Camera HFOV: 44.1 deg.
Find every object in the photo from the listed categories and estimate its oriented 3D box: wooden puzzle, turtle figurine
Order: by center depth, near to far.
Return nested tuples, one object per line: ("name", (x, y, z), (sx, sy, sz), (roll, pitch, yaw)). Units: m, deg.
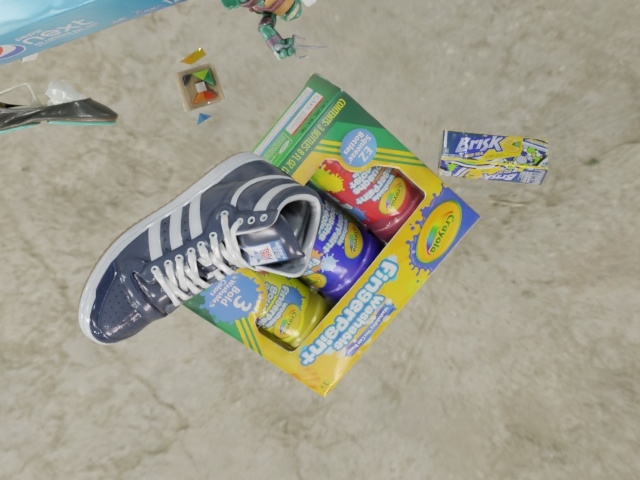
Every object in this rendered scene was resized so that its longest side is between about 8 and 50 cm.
("turtle figurine", (-0.057, -0.349, 1.124), (0.118, 0.234, 0.175), (17, 94, 23))
("wooden puzzle", (-0.206, -0.263, 1.345), (0.078, 0.014, 0.116), (-28, 105, -16))

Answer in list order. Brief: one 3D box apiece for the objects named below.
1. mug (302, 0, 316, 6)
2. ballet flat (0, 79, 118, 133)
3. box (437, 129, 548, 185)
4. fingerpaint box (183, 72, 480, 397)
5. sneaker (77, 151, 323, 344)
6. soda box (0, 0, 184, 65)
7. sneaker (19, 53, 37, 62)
("mug", (-0.029, -0.479, 1.464), (0.064, 0.078, 0.062), (38, 93, -24))
("ballet flat", (-0.542, -0.261, 1.541), (0.280, 0.095, 0.096), (-7, 105, -10))
("box", (0.275, -0.133, 1.265), (0.168, 0.054, 0.059), (6, 63, 3))
("fingerpaint box", (0.000, 0.000, 1.410), (0.371, 0.163, 0.445), (38, 95, -28))
("sneaker", (-0.120, 0.022, 0.840), (0.282, 0.099, 0.153), (-45, 45, -18))
("soda box", (-0.199, -0.174, 0.541), (0.210, 0.067, 0.071), (-14, 93, 13))
("sneaker", (-0.362, -0.298, 0.885), (0.094, 0.153, 0.235), (-25, 65, -33))
